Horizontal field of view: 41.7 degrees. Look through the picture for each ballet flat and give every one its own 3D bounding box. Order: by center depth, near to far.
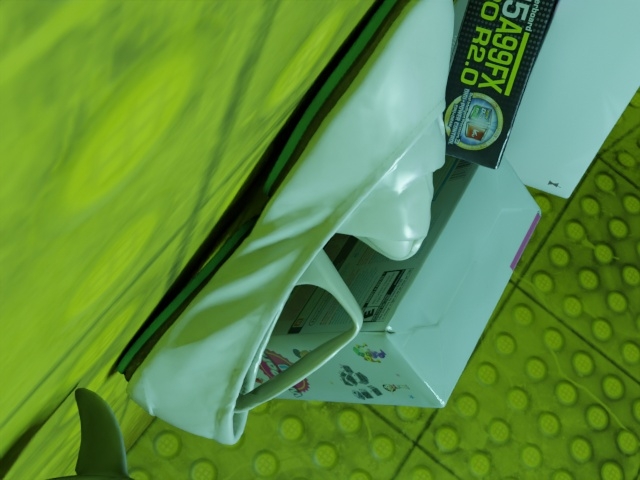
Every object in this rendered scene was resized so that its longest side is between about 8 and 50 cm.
[{"bbox_3d":[0.000,0.000,0.622,0.400,0.139,0.139,-52,180,21],"label":"ballet flat"}]

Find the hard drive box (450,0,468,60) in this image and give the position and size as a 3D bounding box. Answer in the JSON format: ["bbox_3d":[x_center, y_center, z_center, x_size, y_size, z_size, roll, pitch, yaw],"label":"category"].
[{"bbox_3d":[0.199,-0.278,1.202,0.232,0.089,0.181,-52,180,-15],"label":"hard drive box"}]

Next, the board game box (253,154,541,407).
[{"bbox_3d":[0.029,0.038,0.806,0.303,0.097,0.224,-9,-142,50],"label":"board game box"}]

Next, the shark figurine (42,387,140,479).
[{"bbox_3d":[-0.200,0.197,0.499,0.278,0.166,0.116,-34,159,16],"label":"shark figurine"}]

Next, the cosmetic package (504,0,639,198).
[{"bbox_3d":[0.267,-0.247,0.757,0.377,0.097,0.284,90,19,-67],"label":"cosmetic package"}]

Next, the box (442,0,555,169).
[{"bbox_3d":[0.160,-0.196,0.707,0.270,0.060,0.216,-52,158,-68],"label":"box"}]
